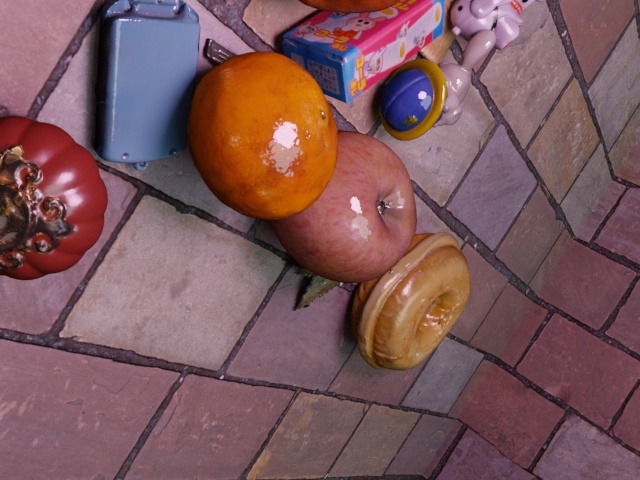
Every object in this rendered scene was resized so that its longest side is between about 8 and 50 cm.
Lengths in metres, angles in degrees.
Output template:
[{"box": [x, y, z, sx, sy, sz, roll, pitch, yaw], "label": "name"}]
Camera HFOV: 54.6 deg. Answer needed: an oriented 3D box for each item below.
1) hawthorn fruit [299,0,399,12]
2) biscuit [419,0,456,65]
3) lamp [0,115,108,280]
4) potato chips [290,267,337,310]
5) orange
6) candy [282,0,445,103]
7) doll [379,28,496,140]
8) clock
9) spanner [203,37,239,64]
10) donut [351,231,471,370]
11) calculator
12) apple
[{"box": [0.063, -0.518, 1.013, 0.298, 0.277, 0.277, -52, 155, -57], "label": "hawthorn fruit"}, {"box": [0.293, -0.543, 1.432, 0.160, 0.030, 0.250, 22, 100, -53], "label": "biscuit"}, {"box": [-0.411, -0.058, 0.860, 0.227, 0.227, 0.227, -29, 135, -33], "label": "lamp"}, {"box": [0.001, 0.086, 1.538, 0.202, 0.029, 0.220, -35, 155, -9], "label": "potato chips"}, {"box": [-0.091, -0.177, 1.053, 0.284, 0.226, 0.284, 39, 45, -55], "label": "orange"}, {"box": [0.089, -0.393, 1.188, 0.306, 0.157, 0.100, -42, 144, -27], "label": "candy"}, {"box": [0.270, -0.335, 1.392, 0.242, 0.159, 0.311, 6, 139, -40], "label": "doll"}, {"box": [0.403, -0.545, 1.402, 0.254, 0.189, 0.189, -47, 143, -3], "label": "clock"}, {"box": [-0.096, -0.301, 1.177, 0.325, 0.026, 0.093, 19, 101, -52], "label": "spanner"}, {"box": [0.264, 0.176, 1.800, 0.449, 0.198, 0.449, -30, 136, -33], "label": "donut"}, {"box": [-0.275, -0.247, 0.991, 0.173, 0.051, 0.293, -15, 128, -44], "label": "calculator"}, {"box": [0.062, -0.066, 1.299, 0.345, 0.269, 0.345, -12, 113, -31], "label": "apple"}]
